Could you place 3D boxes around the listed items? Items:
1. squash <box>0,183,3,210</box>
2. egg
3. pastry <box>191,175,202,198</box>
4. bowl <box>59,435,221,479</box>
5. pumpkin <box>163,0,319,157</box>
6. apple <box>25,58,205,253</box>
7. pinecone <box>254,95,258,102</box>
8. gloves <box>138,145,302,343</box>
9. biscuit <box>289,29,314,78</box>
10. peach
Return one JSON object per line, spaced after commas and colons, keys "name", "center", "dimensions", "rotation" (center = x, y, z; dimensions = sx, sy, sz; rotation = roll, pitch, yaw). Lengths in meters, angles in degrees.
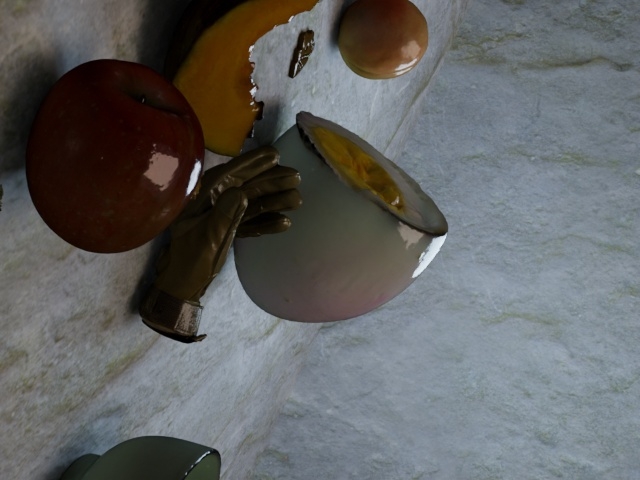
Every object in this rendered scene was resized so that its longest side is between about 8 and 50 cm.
{"name": "squash", "center": [-0.297, -0.101, 0.727], "dimensions": [0.075, 0.090, 0.200], "rotation": [-37, 144, -52]}
{"name": "egg", "center": [0.000, 0.000, 1.685], "dimensions": [0.340, 0.354, 0.354], "rotation": [-51, 174, 19]}
{"name": "pastry", "center": [-0.193, -0.107, 1.264], "dimensions": [0.140, 0.056, 0.080], "rotation": [90, 18, -49]}
{"name": "bowl", "center": [-0.319, 0.448, 1.448], "dimensions": [0.353, 0.185, 0.354], "rotation": [-61, 167, -24]}
{"name": "pumpkin", "center": [-0.127, -0.255, 1.144], "dimensions": [0.148, 0.169, 0.312], "rotation": [-1, 146, -33]}
{"name": "apple", "center": [-0.207, -0.086, 0.944], "dimensions": [0.168, 0.181, 0.181], "rotation": [-50, 179, 31]}
{"name": "pinecone", "center": [-0.128, -0.182, 1.346], "dimensions": [0.077, 0.083, 0.077], "rotation": [-20, 90, -81]}
{"name": "gloves", "center": [-0.161, -0.004, 1.405], "dimensions": [0.154, 0.141, 0.331], "rotation": [21, 103, -53]}
{"name": "biscuit", "center": [-0.032, -0.329, 1.655], "dimensions": [0.082, 0.016, 0.092], "rotation": [39, 73, -79]}
{"name": "peach", "center": [0.126, -0.400, 1.842], "dimensions": [0.184, 0.184, 0.184], "rotation": [23, 90, -79]}
